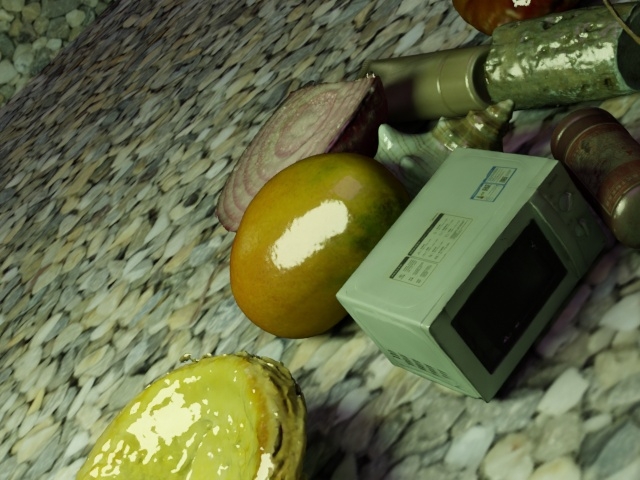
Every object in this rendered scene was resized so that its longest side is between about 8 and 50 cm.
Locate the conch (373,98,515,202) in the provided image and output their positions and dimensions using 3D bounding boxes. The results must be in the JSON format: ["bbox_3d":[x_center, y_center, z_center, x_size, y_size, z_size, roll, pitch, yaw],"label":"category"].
[{"bbox_3d":[0.120,-0.075,1.119,0.234,0.137,0.114,-30,15,5],"label":"conch"}]

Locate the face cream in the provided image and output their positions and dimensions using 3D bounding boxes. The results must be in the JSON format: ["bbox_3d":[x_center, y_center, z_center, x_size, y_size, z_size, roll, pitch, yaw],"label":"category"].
[{"bbox_3d":[0.121,-0.203,1.350,0.341,0.084,0.137,7,63,59],"label":"face cream"}]

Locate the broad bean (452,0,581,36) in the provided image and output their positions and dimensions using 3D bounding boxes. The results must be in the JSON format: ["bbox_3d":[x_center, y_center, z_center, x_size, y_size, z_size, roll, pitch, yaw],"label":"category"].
[{"bbox_3d":[0.258,-0.339,1.327,0.156,0.122,0.228,-66,24,7],"label":"broad bean"}]

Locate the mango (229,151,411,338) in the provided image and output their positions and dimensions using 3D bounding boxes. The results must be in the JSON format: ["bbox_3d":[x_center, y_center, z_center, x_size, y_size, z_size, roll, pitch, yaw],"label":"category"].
[{"bbox_3d":[-0.005,-0.003,1.112,0.254,0.139,0.175,-48,63,33],"label":"mango"}]

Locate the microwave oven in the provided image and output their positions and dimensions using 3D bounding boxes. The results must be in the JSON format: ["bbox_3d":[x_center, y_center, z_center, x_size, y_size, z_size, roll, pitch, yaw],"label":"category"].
[{"bbox_3d":[0.147,0.028,0.971,0.208,0.122,0.162,-50,32,-16],"label":"microwave oven"}]

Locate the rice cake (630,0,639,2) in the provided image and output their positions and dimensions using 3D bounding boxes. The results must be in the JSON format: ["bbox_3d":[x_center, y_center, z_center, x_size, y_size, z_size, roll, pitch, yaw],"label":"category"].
[{"bbox_3d":[0.400,-0.351,1.270,0.043,0.034,0.211,-14,38,23],"label":"rice cake"}]

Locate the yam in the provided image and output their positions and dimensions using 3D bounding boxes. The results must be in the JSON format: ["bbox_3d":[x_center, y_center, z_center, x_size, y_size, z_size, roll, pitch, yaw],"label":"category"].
[{"bbox_3d":[0.289,-0.207,1.136,0.194,0.107,0.107,-1,48,45],"label":"yam"}]

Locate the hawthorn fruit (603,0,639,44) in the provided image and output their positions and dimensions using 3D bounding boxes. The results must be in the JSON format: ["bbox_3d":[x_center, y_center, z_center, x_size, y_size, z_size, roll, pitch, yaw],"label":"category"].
[{"bbox_3d":[0.339,-0.153,0.941,0.165,0.165,0.285,-42,42,-3],"label":"hawthorn fruit"}]

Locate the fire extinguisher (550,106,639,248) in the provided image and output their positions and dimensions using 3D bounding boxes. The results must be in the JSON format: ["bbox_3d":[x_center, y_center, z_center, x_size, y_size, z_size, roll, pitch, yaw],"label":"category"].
[{"bbox_3d":[0.285,-0.052,0.938,0.075,0.106,0.252,-29,32,8],"label":"fire extinguisher"}]

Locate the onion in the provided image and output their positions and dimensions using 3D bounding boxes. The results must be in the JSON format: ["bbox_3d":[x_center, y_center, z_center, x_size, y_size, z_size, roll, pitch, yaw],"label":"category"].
[{"bbox_3d":[-0.015,-0.087,1.310,0.247,0.111,0.250,-58,28,-14],"label":"onion"}]

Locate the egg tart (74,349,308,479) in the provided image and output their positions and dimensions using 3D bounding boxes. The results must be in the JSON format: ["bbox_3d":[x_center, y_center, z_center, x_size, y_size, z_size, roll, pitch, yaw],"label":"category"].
[{"bbox_3d":[-0.114,0.251,0.959,0.315,0.120,0.315,-28,40,26],"label":"egg tart"}]
